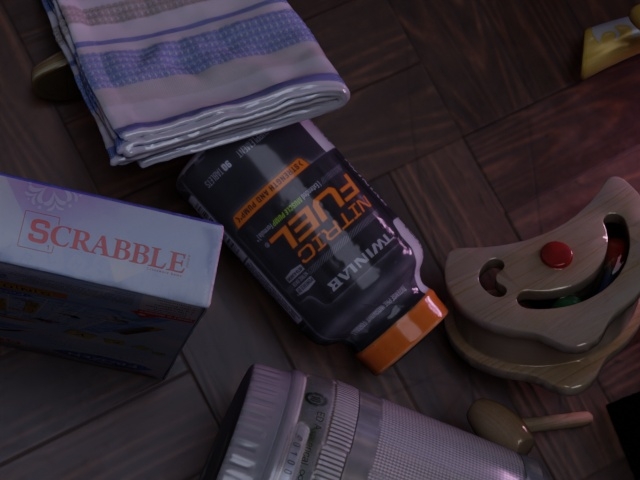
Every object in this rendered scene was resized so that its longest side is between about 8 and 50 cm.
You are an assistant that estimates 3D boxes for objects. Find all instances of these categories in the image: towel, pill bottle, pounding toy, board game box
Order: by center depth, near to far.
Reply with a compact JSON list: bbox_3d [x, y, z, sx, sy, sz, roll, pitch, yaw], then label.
[{"bbox_3d":[-0.251,0.020,1.110,0.319,0.318,0.066,13,73,-9],"label":"board game box"},{"bbox_3d":[-0.119,-0.179,1.261,0.209,0.034,0.285,-17,47,-15],"label":"towel"},{"bbox_3d":[0.000,0.000,1.264,0.130,0.130,0.245,-41,88,-18],"label":"pill bottle"},{"bbox_3d":[0.198,0.074,1.319,0.154,0.155,0.269,34,59,28],"label":"pounding toy"}]

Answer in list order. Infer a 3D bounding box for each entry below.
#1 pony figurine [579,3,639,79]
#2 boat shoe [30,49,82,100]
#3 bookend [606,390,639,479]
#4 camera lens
[{"bbox_3d":[0.443,-0.297,1.380,0.363,0.303,0.351,5,78,8],"label":"pony figurine"},{"bbox_3d":[-0.200,-0.167,1.312,0.135,0.050,0.045,-22,56,-18],"label":"boat shoe"},{"bbox_3d":[0.337,0.193,1.271,0.072,0.157,0.156,-19,80,-15],"label":"bookend"},{"bbox_3d":[0.037,0.238,1.163,0.274,0.219,0.219,22,73,-5],"label":"camera lens"}]
